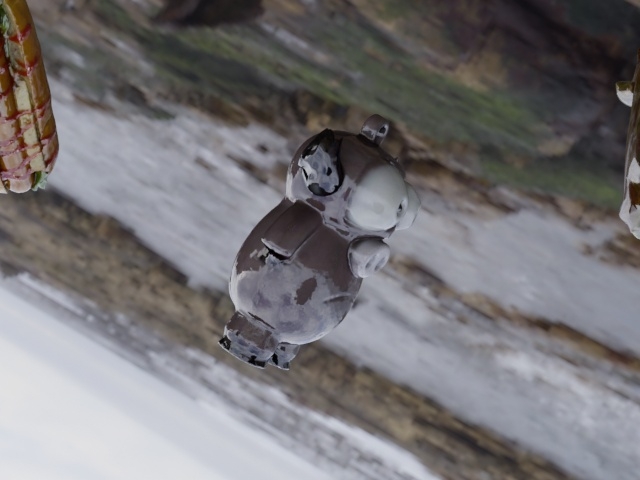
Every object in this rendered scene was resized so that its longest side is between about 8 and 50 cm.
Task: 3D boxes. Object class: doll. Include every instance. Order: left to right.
[{"bbox_3d":[-0.002,0.000,1.261,0.117,0.257,0.182,37,-173,18],"label":"doll"}]

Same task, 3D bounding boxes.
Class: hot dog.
[{"bbox_3d":[-0.304,-0.141,1.272,0.076,0.104,0.250,52,154,37],"label":"hot dog"}]

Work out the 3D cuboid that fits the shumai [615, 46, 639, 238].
[{"bbox_3d":[0.420,-0.071,1.179,0.323,0.397,0.324,15,-150,-5],"label":"shumai"}]
